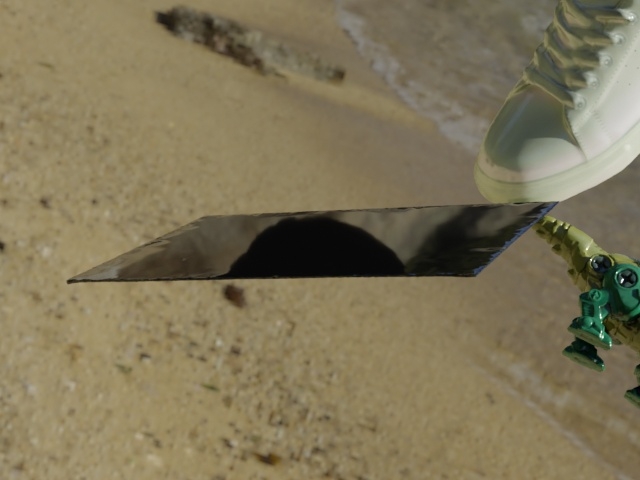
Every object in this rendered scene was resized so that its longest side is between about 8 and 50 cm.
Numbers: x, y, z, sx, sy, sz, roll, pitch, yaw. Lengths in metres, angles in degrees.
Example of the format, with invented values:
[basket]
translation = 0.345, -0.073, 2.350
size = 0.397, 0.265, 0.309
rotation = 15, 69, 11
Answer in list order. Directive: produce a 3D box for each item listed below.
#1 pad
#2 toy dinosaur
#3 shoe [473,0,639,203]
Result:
[pad]
translation = 0.000, 0.000, 0.771
size = 0.246, 0.006, 0.170
rotation = -2, 14, 25
[toy dinosaur]
translation = 0.266, 0.050, 1.180
size = 0.259, 0.094, 0.153
rotation = 26, 64, 14
[shoe]
translation = 0.269, -0.192, 1.234
size = 0.132, 0.363, 0.160
rotation = 36, -14, 44
